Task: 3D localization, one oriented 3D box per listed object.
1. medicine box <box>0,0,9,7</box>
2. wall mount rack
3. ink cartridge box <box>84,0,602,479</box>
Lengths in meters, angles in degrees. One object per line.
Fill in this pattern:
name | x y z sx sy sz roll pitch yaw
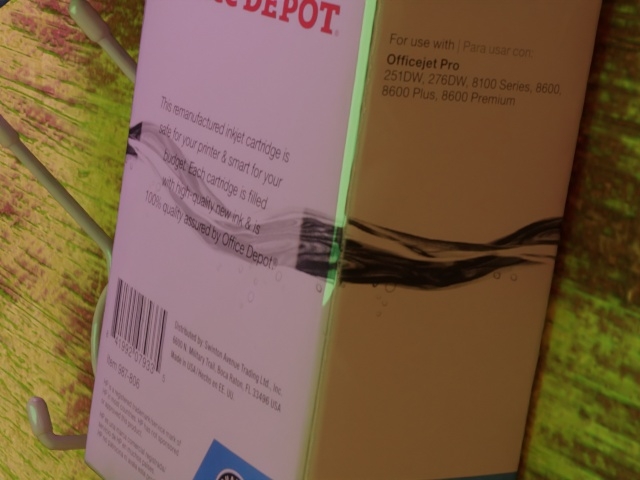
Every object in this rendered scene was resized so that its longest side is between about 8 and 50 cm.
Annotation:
medicine box | -0.235 -0.372 1.354 0.263 0.149 0.289 -31 48 33
wall mount rack | -0.165 -0.006 1.382 0.350 0.131 0.304 -36 58 51
ink cartridge box | 0.000 0.000 1.073 0.285 0.166 0.394 27 111 56
